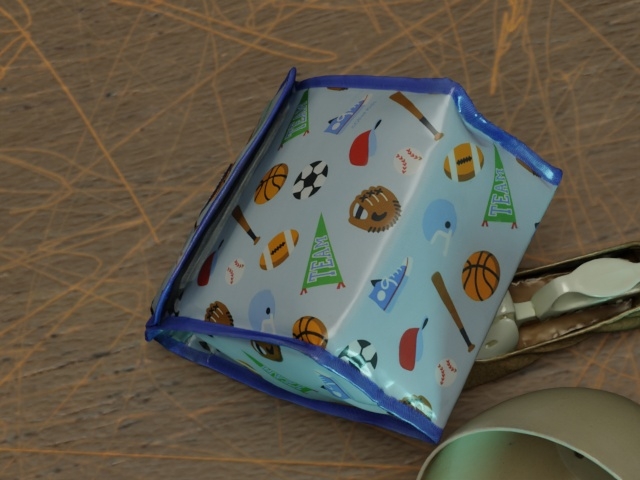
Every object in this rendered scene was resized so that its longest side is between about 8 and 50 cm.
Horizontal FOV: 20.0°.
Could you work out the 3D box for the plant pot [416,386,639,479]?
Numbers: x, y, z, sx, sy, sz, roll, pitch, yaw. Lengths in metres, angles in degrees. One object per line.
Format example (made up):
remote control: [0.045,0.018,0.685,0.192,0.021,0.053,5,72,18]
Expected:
plant pot: [0.264,0.258,1.839,0.284,0.284,0.191,34,43,14]

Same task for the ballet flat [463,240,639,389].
ballet flat: [0.238,0.072,1.953,0.342,0.124,0.116,-15,71,0]

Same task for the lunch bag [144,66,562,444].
lunch bag: [0.000,0.000,1.902,0.385,0.239,0.327,10,67,52]
